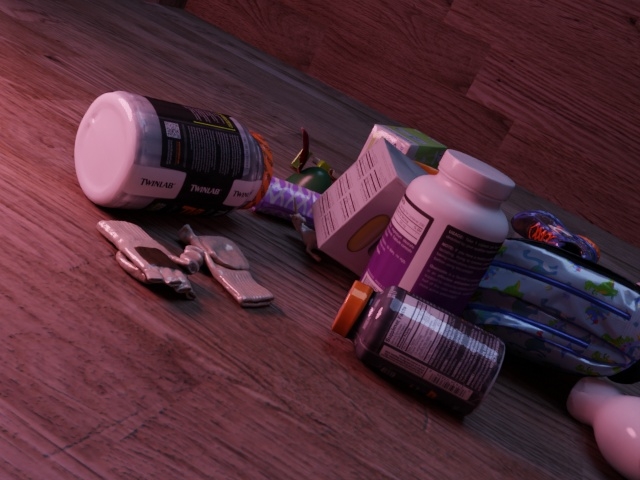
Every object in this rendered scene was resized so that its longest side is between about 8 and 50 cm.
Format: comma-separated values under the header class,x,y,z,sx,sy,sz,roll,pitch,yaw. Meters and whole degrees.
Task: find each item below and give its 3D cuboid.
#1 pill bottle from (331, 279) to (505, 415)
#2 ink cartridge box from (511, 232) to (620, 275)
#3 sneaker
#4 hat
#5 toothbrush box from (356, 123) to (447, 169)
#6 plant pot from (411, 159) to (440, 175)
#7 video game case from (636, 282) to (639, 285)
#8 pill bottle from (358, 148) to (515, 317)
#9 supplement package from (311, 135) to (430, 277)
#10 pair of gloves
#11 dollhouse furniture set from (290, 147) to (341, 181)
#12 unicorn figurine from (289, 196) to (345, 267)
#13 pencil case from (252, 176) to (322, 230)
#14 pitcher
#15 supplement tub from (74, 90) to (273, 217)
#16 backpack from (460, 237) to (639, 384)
class,x,y,z,sx,sy,sz,roll,pitch,yaw
pill bottle,0.141,0.152,1.130,0.246,0.130,0.130,28,18,4
ink cartridge box,0.613,0.127,1.821,0.310,0.130,0.272,24,20,-8
sneaker,0.552,-0.001,1.763,0.221,0.083,0.087,28,29,16
hat,-0.003,-0.162,1.703,0.173,0.183,0.208,23,19,-10
toothbrush box,0.206,-0.192,2.025,0.122,0.206,0.283,34,21,21
plant pot,0.229,-0.060,1.728,0.205,0.187,0.205,23,19,-8
video game case,0.808,0.210,1.769,0.227,0.206,0.026,8,-8,-42
pill bottle,0.192,0.019,1.251,0.182,0.322,0.181,24,19,-9
supplement package,0.124,-0.043,1.413,0.194,0.203,0.149,34,26,-28
pair of gloves,-0.202,0.027,1.156,0.240,0.042,0.204,10,24,-42
dollhouse furniture set,-0.007,-0.184,2.014,0.152,0.058,0.076,35,0,-45
unicorn figurine,0.000,0.000,1.481,0.162,0.060,0.111,36,11,-42
pencil case,-0.040,-0.065,1.562,0.206,0.086,0.088,19,43,-15
pitcher,0.523,0.314,1.213,0.178,0.125,0.207,19,9,-11
supplement tub,-0.247,-0.141,1.313,0.316,0.193,0.194,4,28,-47
backpack,0.434,0.128,1.386,0.356,0.273,0.290,40,-3,3
